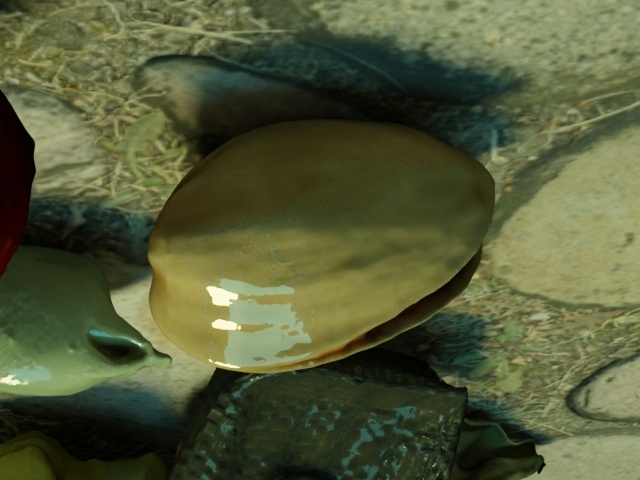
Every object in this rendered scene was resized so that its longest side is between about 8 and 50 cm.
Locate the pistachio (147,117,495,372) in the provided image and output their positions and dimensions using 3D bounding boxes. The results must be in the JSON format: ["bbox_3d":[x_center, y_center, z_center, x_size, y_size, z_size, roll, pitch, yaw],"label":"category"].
[{"bbox_3d":[0.000,0.000,1.002,0.230,0.157,0.157,-13,153,-12],"label":"pistachio"}]

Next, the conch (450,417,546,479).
[{"bbox_3d":[0.106,0.220,1.467,0.114,0.234,0.137,5,126,32],"label":"conch"}]

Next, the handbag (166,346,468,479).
[{"bbox_3d":[0.005,0.170,1.284,0.270,0.175,0.089,12,-170,-29],"label":"handbag"}]

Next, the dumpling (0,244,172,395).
[{"bbox_3d":[-0.211,0.048,1.121,0.219,0.152,0.108,18,102,-11],"label":"dumpling"}]

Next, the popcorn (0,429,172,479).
[{"bbox_3d":[-0.215,0.336,1.423,0.334,0.292,0.294,28,150,-27],"label":"popcorn"}]

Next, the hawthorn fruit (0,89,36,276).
[{"bbox_3d":[-0.268,-0.051,0.808,0.254,0.254,0.300,19,120,-37],"label":"hawthorn fruit"}]

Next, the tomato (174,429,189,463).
[{"bbox_3d":[-0.059,0.174,1.388,0.156,0.069,0.155,-7,151,-4],"label":"tomato"}]
